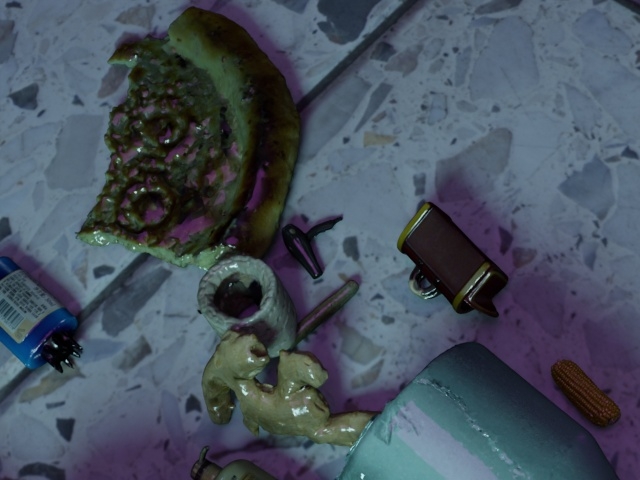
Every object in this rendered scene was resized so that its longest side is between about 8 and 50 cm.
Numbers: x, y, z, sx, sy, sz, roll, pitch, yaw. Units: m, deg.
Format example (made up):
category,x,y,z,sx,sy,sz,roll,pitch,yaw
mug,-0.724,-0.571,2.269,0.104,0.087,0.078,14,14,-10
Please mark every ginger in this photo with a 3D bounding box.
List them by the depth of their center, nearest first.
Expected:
category,x,y,z,sx,sy,sz,roll,pitch,yaw
ginger,-0.023,0.177,1.233,0.258,0.149,0.065,13,42,20

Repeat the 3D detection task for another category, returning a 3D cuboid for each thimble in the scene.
category,x,y,z,sx,sy,sz,roll,pitch,yaw
thimble,-0.086,0.083,1.314,0.102,0.090,0.115,-25,48,3

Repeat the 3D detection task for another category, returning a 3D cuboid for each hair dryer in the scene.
category,x,y,z,sx,sy,sz,roll,pitch,yaw
hair dryer,0.000,0.000,1.383,0.083,0.031,0.079,-31,72,-13

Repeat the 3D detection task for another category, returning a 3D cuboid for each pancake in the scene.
category,x,y,z,sx,sy,sz,roll,pitch,yaw
pancake,-0.174,-0.147,1.470,0.304,0.067,0.427,-1,66,14

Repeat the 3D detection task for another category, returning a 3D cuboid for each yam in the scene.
category,x,y,z,sx,sy,sz,roll,pitch,yaw
yam,0.001,0.089,1.338,0.116,0.021,0.021,-41,63,-8

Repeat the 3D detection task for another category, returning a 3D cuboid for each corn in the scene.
category,x,y,z,sx,sy,sz,roll,pitch,yaw
corn,0.296,0.172,1.224,0.037,0.037,0.092,-36,63,-6

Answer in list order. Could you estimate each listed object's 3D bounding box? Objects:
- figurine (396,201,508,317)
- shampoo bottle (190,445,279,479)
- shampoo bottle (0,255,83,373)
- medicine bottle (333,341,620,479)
category,x,y,z,sx,sy,sz,roll,pitch,yaw
figurine,0.154,0.039,1.303,0.098,0.082,0.154,-42,63,6
shampoo bottle,-0.079,0.295,1.221,0.162,0.079,0.079,28,73,24
shampoo bottle,-0.377,0.100,1.400,0.183,0.050,0.087,37,74,26
medicine bottle,0.192,0.279,1.075,0.290,0.245,0.245,38,77,27
